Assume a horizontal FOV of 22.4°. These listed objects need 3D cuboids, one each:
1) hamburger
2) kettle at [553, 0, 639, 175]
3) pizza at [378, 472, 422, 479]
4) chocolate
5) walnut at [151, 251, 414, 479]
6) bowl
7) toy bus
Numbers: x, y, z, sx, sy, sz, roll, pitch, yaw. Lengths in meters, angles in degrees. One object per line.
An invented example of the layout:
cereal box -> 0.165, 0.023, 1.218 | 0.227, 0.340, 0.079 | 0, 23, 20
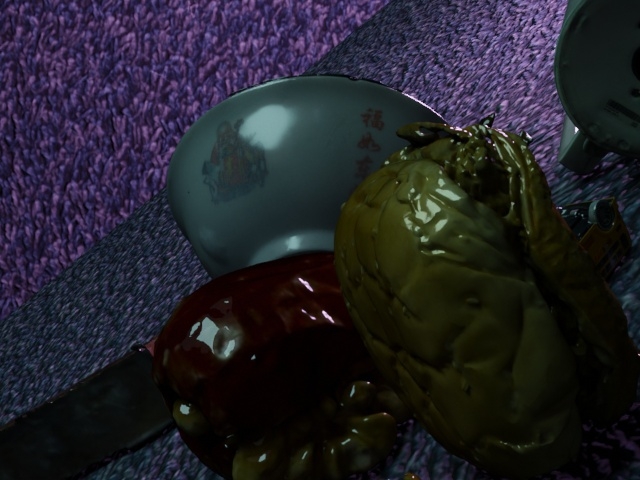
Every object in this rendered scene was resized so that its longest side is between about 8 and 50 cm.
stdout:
hamburger -> 0.118, 0.045, 1.287 | 0.158, 0.319, 0.318 | -28, 12, -14
kettle -> 0.362, -0.209, 1.762 | 0.205, 0.265, 0.318 | 0, 25, 10
pizza -> 0.001, 0.269, 1.310 | 0.193, 0.053, 0.201 | -31, 16, 20
chocolate -> -0.285, 0.220, 2.030 | 0.321, 0.112, 0.112 | -31, 6, 24
walnut -> -0.016, 0.123, 1.541 | 0.269, 0.222, 0.244 | -32, 44, -29
bowl -> 0.000, 0.000, 1.728 | 0.345, 0.345, 0.157 | -28, 39, 28
toy bus -> 0.224, 0.026, 1.510 | 0.069, 0.074, 0.162 | -8, 29, 47
